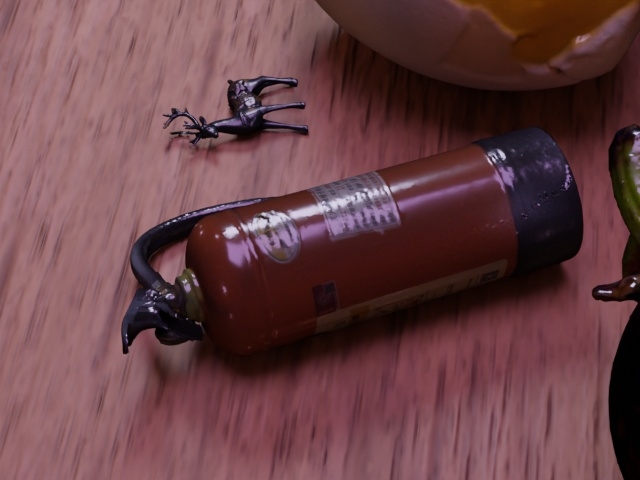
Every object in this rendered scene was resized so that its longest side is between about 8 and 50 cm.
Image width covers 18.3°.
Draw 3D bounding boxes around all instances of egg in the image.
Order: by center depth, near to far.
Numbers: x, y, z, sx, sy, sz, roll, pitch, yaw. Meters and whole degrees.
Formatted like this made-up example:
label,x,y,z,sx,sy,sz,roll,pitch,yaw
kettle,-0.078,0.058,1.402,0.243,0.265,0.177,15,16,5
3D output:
label,x,y,z,sx,sy,sz,roll,pitch,yaw
egg,0.134,-0.271,1.690,0.345,0.283,0.283,10,47,18

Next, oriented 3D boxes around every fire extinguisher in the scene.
label,x,y,z,sx,sy,sz,roll,pitch,yaw
fire extinguisher,0.003,0.011,1.559,0.376,0.113,0.200,-16,5,-16

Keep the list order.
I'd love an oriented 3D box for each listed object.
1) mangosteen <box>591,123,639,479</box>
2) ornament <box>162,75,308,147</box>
label,x,y,z,sx,sy,sz,roll,pitch,yaw
mangosteen,0.313,0.068,1.316,0.359,0.306,0.306,47,57,2
ornament,-0.076,-0.113,1.714,0.125,0.028,0.073,-10,47,-11
